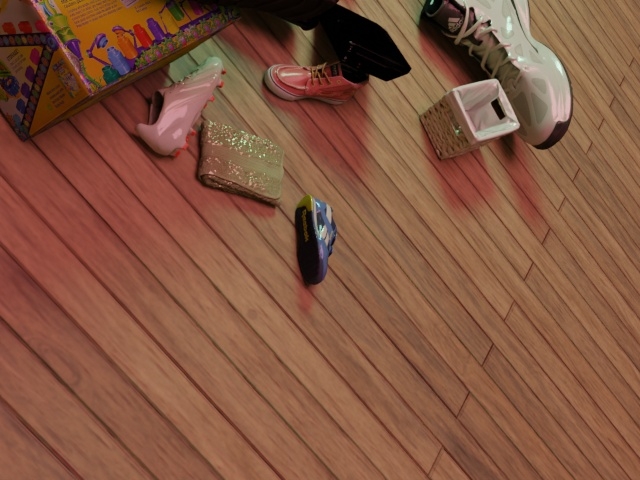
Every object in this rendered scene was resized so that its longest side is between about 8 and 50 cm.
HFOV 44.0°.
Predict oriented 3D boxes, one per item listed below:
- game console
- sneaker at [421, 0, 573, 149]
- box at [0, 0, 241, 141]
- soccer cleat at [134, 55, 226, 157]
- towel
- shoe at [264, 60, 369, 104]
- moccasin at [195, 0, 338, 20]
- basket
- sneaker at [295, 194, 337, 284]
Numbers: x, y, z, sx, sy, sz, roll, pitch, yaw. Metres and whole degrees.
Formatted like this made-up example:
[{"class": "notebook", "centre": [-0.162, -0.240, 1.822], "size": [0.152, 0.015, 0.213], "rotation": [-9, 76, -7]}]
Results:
[{"class": "game console", "centre": [-0.022, -0.376, 1.324], "size": [0.361, 0.044, 0.213], "rotation": [18, 29, -24]}, {"class": "sneaker", "centre": [0.337, -0.387, 1.642], "size": [0.257, 0.169, 0.448], "rotation": [0, 62, -32]}, {"class": "box", "centre": [-0.305, -0.327, 0.995], "size": [0.290, 0.177, 0.279], "rotation": [-43, 109, -44]}, {"class": "soccer cleat", "centre": [-0.196, -0.206, 1.135], "size": [0.076, 0.068, 0.196], "rotation": [35, 54, -20]}, {"class": "towel", "centre": [-0.116, -0.117, 1.187], "size": [0.148, 0.027, 0.110], "rotation": [17, 59, -35]}, {"class": "shoe", "centre": [-0.003, -0.273, 1.320], "size": [0.178, 0.081, 0.064], "rotation": [2, 69, -40]}, {"class": "moccasin", "centre": [-0.107, -0.380, 0.986], "size": [0.380, 0.139, 0.147], "rotation": [-9, 81, -51]}, {"class": "basket", "centre": [0.287, -0.233, 1.538], "size": [0.167, 0.103, 0.113], "rotation": [-21, 84, -45]}, {"class": "sneaker", "centre": [0.000, 0.000, 1.215], "size": [0.059, 0.053, 0.144], "rotation": [17, 61, -37]}]
